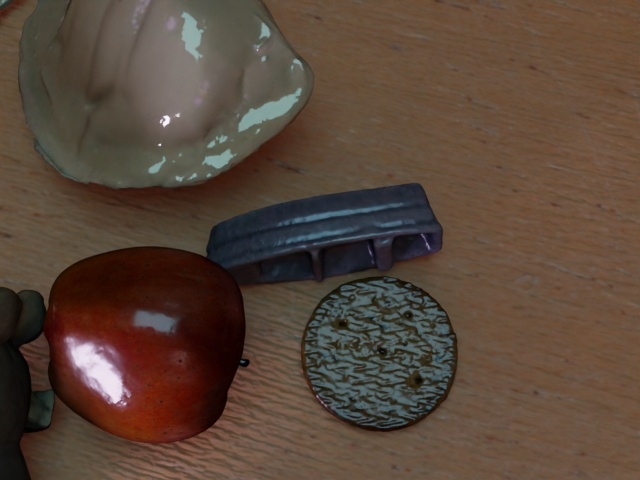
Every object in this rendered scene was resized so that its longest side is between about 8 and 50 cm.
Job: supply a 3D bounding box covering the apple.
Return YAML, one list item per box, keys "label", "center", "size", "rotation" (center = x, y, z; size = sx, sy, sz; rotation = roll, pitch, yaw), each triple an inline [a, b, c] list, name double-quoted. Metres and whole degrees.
- label: "apple"
  center: [-0.189, 0.112, 1.371]
  size: [0.234, 0.234, 0.234]
  rotation: [0, 73, -2]

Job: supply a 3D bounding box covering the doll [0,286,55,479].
- label: "doll"
  center: [-0.494, 0.204, 1.328]
  size: [0.382, 0.252, 0.378]
  rotation: [-1, 73, 5]

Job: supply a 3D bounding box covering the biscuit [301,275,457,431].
- label: "biscuit"
  center: [0.070, 0.133, 1.473]
  size: [0.188, 0.027, 0.187]
  rotation: [1, 72, -2]

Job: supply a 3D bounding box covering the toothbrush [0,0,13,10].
- label: "toothbrush"
  center: [-0.442, -0.262, 1.576]
  size: [0.294, 0.028, 0.026]
  rotation: [-41, 57, -13]

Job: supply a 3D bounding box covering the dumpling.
- label: "dumpling"
  center: [-0.217, -0.211, 1.472]
  size: [0.395, 0.233, 0.315]
  rotation: [40, 79, 24]

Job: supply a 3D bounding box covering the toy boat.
- label: "toy boat"
  center: [0.000, 0.000, 1.460]
  size: [0.283, 0.127, 0.078]
  rotation: [-9, 74, 0]
